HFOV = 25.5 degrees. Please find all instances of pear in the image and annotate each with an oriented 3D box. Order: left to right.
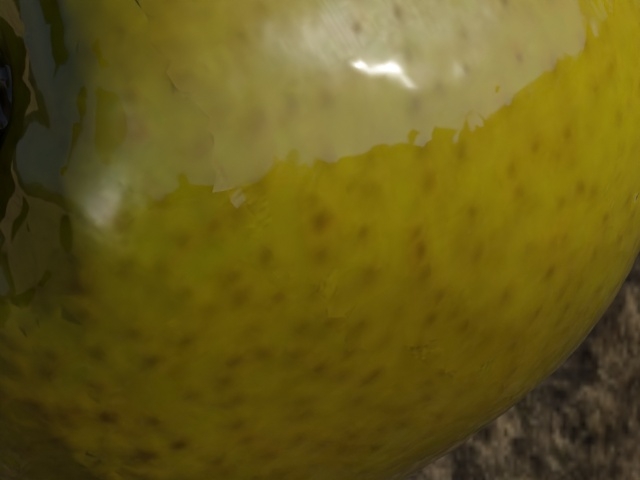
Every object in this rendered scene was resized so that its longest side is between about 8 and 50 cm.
[{"bbox_3d":[0.000,0.000,0.551,0.191,0.340,0.386,52,21,9],"label":"pear"}]
